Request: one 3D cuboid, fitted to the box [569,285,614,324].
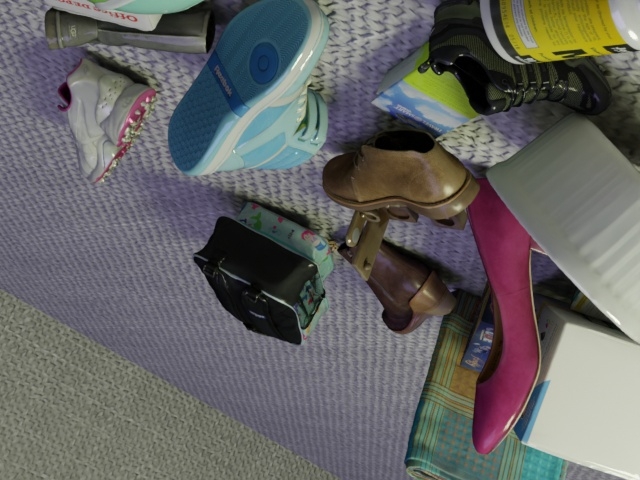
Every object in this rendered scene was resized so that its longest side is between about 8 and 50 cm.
[{"bbox_3d":[0.513,0.105,1.894,0.244,0.060,0.100,19,160,6],"label":"box"}]

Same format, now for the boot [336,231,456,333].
[{"bbox_3d":[0.116,0.068,2.201,0.207,0.090,0.248,38,158,-9],"label":"boot"}]

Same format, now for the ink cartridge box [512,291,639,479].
[{"bbox_3d":[0.410,0.221,1.944,0.197,0.198,0.270,19,-174,-4],"label":"ink cartridge box"}]

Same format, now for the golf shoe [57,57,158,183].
[{"bbox_3d":[-0.352,-0.192,1.957,0.140,0.115,0.306,35,152,-6],"label":"golf shoe"}]

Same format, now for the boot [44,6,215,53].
[{"bbox_3d":[-0.242,-0.287,1.622,0.209,0.189,0.076,-5,117,0],"label":"boot"}]

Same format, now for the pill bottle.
[{"bbox_3d":[0.269,-0.237,1.192,0.208,0.119,0.119,0,151,45],"label":"pill bottle"}]

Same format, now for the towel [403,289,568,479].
[{"bbox_3d":[0.304,0.275,2.097,0.271,0.370,0.040,22,145,-3],"label":"towel"}]

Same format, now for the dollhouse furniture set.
[{"bbox_3d":[0.126,-0.013,1.886,0.151,0.123,0.144,9,157,29],"label":"dollhouse furniture set"}]

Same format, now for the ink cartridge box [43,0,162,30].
[{"bbox_3d":[-0.273,-0.357,1.457,0.160,0.092,0.219,17,159,13],"label":"ink cartridge box"}]

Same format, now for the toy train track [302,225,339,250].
[{"bbox_3d":[0.000,0.000,2.200,0.083,0.014,0.048,33,156,-28],"label":"toy train track"}]

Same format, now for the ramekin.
[{"bbox_3d":[0.337,-0.023,1.472,0.277,0.135,0.277,44,-167,-13],"label":"ramekin"}]

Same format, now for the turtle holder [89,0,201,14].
[{"bbox_3d":[-0.141,-0.355,1.202,0.320,0.243,0.227,-42,142,24],"label":"turtle holder"}]

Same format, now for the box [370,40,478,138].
[{"bbox_3d":[0.148,-0.188,1.540,0.109,0.042,0.178,28,160,-15],"label":"box"}]

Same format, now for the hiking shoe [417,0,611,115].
[{"bbox_3d":[0.217,-0.178,1.398,0.227,0.114,0.086,24,160,-7],"label":"hiking shoe"}]

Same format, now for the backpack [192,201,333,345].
[{"bbox_3d":[-0.089,0.067,2.192,0.225,0.191,0.253,26,155,22],"label":"backpack"}]

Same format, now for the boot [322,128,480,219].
[{"bbox_3d":[0.087,-0.109,1.714,0.115,0.112,0.305,51,158,-26],"label":"boot"}]

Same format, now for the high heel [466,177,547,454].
[{"bbox_3d":[0.231,0.105,1.756,0.181,0.377,0.127,18,177,-4],"label":"high heel"}]

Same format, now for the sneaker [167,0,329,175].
[{"bbox_3d":[-0.044,-0.201,1.623,0.208,0.127,0.319,-2,152,-41],"label":"sneaker"}]

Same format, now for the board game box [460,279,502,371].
[{"bbox_3d":[0.278,0.098,1.959,0.042,0.165,0.243,19,160,6],"label":"board game box"}]
